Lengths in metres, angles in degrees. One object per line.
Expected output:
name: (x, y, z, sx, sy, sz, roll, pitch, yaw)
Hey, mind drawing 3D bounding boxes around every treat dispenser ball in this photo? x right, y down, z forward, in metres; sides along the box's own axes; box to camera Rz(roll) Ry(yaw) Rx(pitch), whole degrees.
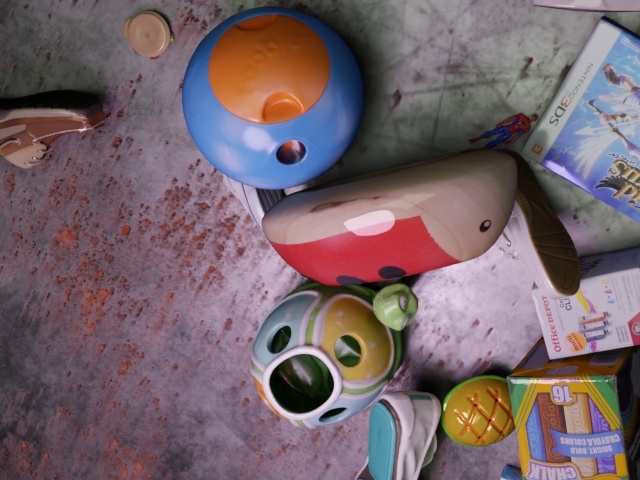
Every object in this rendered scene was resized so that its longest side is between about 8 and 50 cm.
treat dispenser ball: (-0.075, -0.224, 1.858, 0.288, 0.288, 0.288, 5, 107, 15)

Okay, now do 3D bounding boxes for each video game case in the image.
video game case: (0.489, -0.174, 1.820, 0.270, 0.061, 0.244, 32, 113, 9)

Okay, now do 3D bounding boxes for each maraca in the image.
maraca: (0.295, 0.287, 2.004, 0.186, 0.099, 0.127, -12, 107, -7)

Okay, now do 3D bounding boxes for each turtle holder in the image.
turtle holder: (0.031, 0.195, 1.982, 0.320, 0.227, 0.243, -8, 103, 19)

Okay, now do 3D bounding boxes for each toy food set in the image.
toy food set: (-0.297, -0.356, 2.030, 0.083, 0.020, 0.082, -28, 96, 22)

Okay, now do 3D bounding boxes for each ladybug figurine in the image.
ladybug figurine: (0.106, -0.028, 1.843, 0.449, 0.305, 0.161, -11, 96, 37)

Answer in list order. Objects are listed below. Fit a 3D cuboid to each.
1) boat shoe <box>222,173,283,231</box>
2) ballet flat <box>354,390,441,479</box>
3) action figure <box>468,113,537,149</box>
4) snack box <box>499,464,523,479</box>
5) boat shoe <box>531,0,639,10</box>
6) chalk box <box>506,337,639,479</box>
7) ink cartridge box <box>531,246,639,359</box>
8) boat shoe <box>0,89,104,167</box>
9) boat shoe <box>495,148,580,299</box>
boat shoe: (-0.131, -0.114, 2.030, 0.076, 0.083, 0.226, -19, 88, 33)
ballet flat: (0.135, 0.420, 2.061, 0.139, 0.139, 0.400, 18, 126, 11)
action figure: (0.299, -0.175, 1.901, 0.115, 0.030, 0.038, -27, 92, 20)
snack box: (0.445, 0.535, 2.048, 0.322, 0.060, 0.187, 18, 110, 11)
boat shoe: (0.487, -0.418, 1.733, 0.341, 0.127, 0.158, 1, 100, 8)
chalk box: (0.432, 0.322, 1.913, 0.179, 0.180, 0.288, -2, 104, 28)
ink cartridge box: (0.442, 0.100, 1.884, 0.176, 0.127, 0.128, -13, 102, 21)
boat shoe: (-0.528, -0.196, 2.104, 0.324, 0.122, 0.119, -1, 111, 25)
boat shoe: (0.323, -0.012, 1.863, 0.096, 0.098, 0.277, -46, 49, 37)
